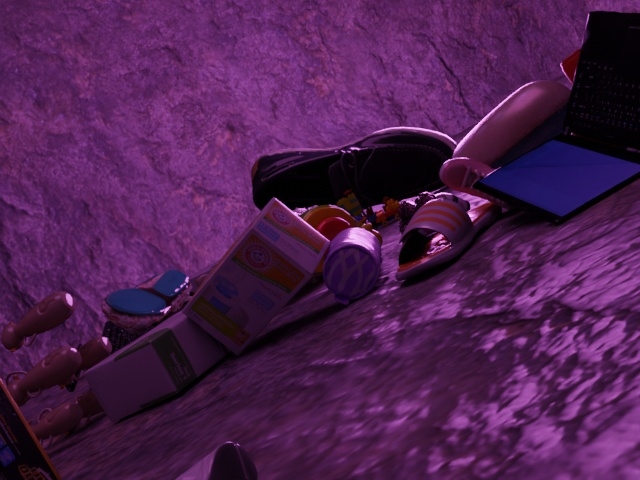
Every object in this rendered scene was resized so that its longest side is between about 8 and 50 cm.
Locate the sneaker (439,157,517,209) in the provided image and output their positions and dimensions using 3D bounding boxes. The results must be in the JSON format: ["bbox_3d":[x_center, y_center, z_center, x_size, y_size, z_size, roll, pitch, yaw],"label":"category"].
[{"bbox_3d":[0.240,-0.081,1.376,0.070,0.134,0.051,-138,66,-70],"label":"sneaker"}]

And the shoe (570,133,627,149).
[{"bbox_3d":[0.359,-0.118,1.366,0.081,0.063,0.178,-33,1,-32],"label":"shoe"}]

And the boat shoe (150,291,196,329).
[{"bbox_3d":[-0.363,0.186,2.126,0.233,0.084,0.079,-30,-21,-23],"label":"boat shoe"}]

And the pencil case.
[{"bbox_3d":[0.047,0.033,1.453,0.088,0.086,0.206,-63,-2,8],"label":"pencil case"}]

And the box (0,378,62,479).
[{"bbox_3d":[-0.436,0.246,0.966,0.322,0.257,0.079,-28,4,17],"label":"box"}]

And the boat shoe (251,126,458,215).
[{"bbox_3d":[0.073,-0.139,2.199,0.500,0.186,0.156,-5,32,14],"label":"boat shoe"}]

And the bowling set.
[{"bbox_3d":[-0.416,0.250,1.617,0.154,0.200,0.287,-32,46,19],"label":"bowling set"}]

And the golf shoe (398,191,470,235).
[{"bbox_3d":[0.183,-0.039,1.601,0.086,0.067,0.186,-1,-4,-14],"label":"golf shoe"}]

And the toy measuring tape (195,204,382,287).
[{"bbox_3d":[-0.050,0.005,1.605,0.330,0.121,0.121,-8,-3,-20],"label":"toy measuring tape"}]

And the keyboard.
[{"bbox_3d":[-0.444,0.236,1.998,0.201,0.033,0.317,-29,20,4],"label":"keyboard"}]

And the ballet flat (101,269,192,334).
[{"bbox_3d":[-0.285,0.113,1.593,0.077,0.091,0.241,-65,-15,19],"label":"ballet flat"}]

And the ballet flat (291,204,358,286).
[{"bbox_3d":[0.000,0.000,1.861,0.147,0.147,0.409,-28,6,15],"label":"ballet flat"}]

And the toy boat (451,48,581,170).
[{"bbox_3d":[0.369,-0.182,1.556,0.318,0.148,0.267,-36,-5,-23],"label":"toy boat"}]

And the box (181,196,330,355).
[{"bbox_3d":[-0.095,0.053,1.430,0.203,0.114,0.103,-47,7,32],"label":"box"}]

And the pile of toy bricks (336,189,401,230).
[{"bbox_3d":[0.073,-0.058,2.108,0.212,0.105,0.118,-28,5,7],"label":"pile of toy bricks"}]

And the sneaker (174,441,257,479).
[{"bbox_3d":[-0.103,0.206,0.725,0.061,0.053,0.152,-37,-5,25],"label":"sneaker"}]

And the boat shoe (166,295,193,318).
[{"bbox_3d":[-0.229,0.142,2.032,0.228,0.068,0.081,-22,-32,27],"label":"boat shoe"}]

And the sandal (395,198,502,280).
[{"bbox_3d":[0.167,-0.022,1.350,0.102,0.076,0.265,-26,6,36],"label":"sandal"}]

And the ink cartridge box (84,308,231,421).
[{"bbox_3d":[-0.230,0.174,1.503,0.160,0.092,0.219,-27,4,34],"label":"ink cartridge box"}]

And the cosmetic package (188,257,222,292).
[{"bbox_3d":[-0.149,0.051,2.363,0.284,0.097,0.377,-29,4,-35],"label":"cosmetic package"}]

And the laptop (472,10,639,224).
[{"bbox_3d":[0.326,-0.166,1.225,0.137,0.264,0.234,6,12,-20],"label":"laptop"}]
